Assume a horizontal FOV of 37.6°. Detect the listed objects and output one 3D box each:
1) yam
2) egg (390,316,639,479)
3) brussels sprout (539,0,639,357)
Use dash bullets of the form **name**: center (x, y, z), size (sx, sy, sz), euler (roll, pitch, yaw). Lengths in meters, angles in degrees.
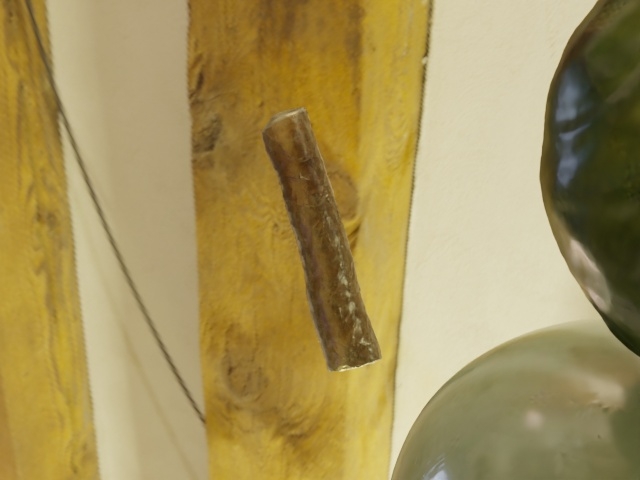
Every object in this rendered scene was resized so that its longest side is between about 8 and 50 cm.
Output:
- **yam**: center (0.000, 0.000, 1.041), size (0.066, 0.066, 0.300), euler (-14, -89, 36)
- **egg**: center (0.202, 0.195, 0.414), size (0.389, 0.276, 0.276), euler (37, -52, 14)
- **brussels sprout**: center (0.149, -0.038, 0.321), size (0.145, 0.131, 0.183), euler (-19, -117, 57)
